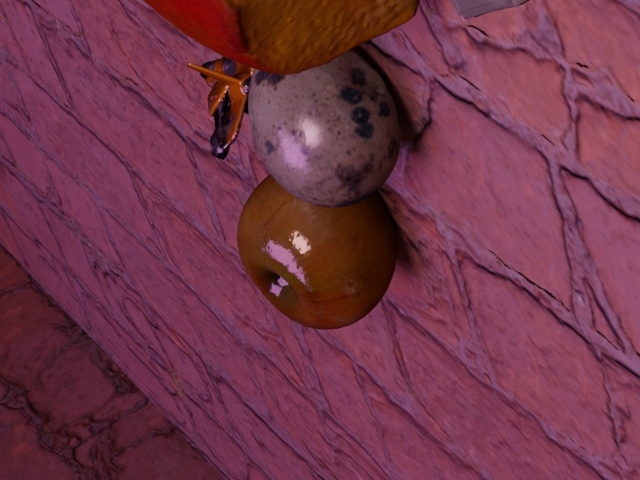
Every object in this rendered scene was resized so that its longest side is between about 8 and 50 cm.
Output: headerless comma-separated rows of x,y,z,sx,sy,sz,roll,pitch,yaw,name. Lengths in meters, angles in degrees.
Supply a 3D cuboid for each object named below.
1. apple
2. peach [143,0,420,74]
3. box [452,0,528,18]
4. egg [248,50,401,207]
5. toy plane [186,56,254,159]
0.000,0.000,1.922,0.182,0.155,0.182,33,149,23,apple
-0.083,-0.303,1.433,0.380,0.242,0.306,52,178,0,peach
0.109,-0.278,1.177,0.225,0.129,0.086,61,162,-11,box
0.001,-0.120,1.723,0.181,0.141,0.141,63,163,9,egg
-0.084,-0.177,1.907,0.103,0.204,0.316,17,177,-2,toy plane
